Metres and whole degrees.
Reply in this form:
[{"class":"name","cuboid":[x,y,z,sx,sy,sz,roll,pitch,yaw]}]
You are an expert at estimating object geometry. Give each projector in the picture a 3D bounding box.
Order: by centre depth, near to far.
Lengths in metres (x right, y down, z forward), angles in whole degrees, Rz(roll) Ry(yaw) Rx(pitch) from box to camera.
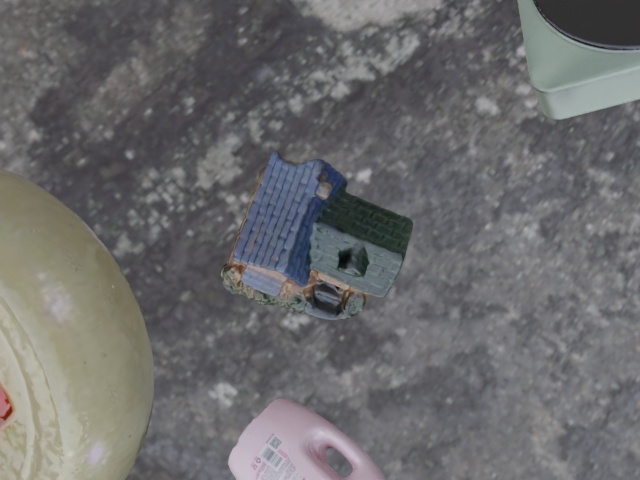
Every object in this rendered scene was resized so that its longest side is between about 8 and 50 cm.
[{"class":"projector","cuboid":[0.323,-0.251,1.230,0.259,0.257,0.079,-14,144,18]}]

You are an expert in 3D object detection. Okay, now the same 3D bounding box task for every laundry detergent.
[{"class":"laundry detergent","cuboid":[0.024,0.367,1.803,0.335,0.159,0.088,34,174,30]}]

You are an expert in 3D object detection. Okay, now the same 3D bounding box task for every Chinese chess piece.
[{"class":"Chinese chess piece","cuboid":[-0.236,0.080,0.831,0.273,0.102,0.273,12,115,26]}]

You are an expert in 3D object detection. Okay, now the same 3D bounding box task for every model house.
[{"class":"model house","cuboid":[0.000,0.000,1.467,0.183,0.166,0.172,21,167,-9]}]
